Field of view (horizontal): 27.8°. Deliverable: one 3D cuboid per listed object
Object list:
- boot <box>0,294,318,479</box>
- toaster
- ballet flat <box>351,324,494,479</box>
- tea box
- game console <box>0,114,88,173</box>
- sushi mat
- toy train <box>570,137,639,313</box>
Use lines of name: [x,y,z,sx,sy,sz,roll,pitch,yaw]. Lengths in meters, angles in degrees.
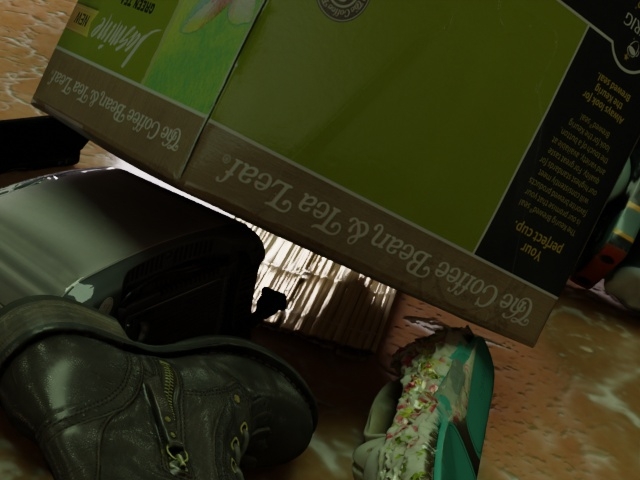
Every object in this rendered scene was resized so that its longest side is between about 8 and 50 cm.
boot: [-0.058,0.144,0.673,0.263,0.091,0.229,20,23,-45]
toaster: [-0.142,0.031,0.841,0.146,0.129,0.227,28,32,29]
ballet flat: [0.062,0.133,0.821,0.077,0.091,0.241,-11,17,18]
tea box: [0.046,-0.147,0.865,0.329,0.323,0.220,26,0,-39]
game console: [-0.258,-0.095,1.078,0.122,0.071,0.107,-11,37,-40]
sushi mat: [0.000,0.000,1.080,0.151,0.019,0.316,18,28,5]
toy train: [0.304,-0.089,1.145,0.190,0.142,0.334,29,66,4]
